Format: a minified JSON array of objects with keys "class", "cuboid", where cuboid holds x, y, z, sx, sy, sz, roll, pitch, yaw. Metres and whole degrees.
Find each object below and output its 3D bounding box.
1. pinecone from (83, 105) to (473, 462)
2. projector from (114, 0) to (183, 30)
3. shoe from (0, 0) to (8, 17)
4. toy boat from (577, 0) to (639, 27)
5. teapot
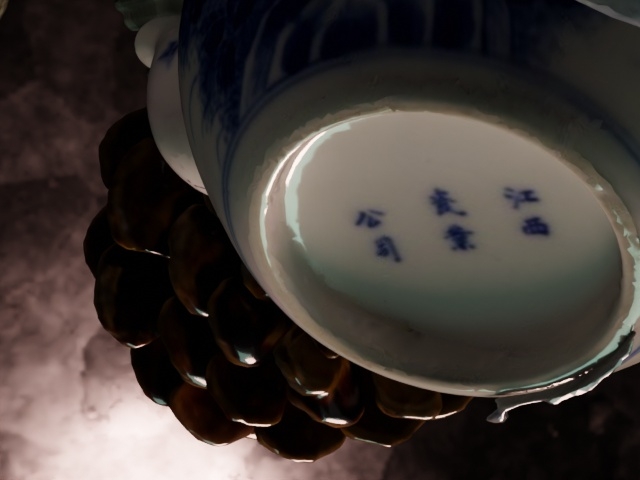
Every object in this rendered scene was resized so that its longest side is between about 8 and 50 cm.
[{"class":"pinecone","cuboid":[0.000,0.000,0.902,0.244,0.244,0.309,-11,-169,-33]},{"class":"projector","cuboid":[0.013,-0.175,0.941,0.256,0.099,0.192,-9,-173,-13]},{"class":"shoe","cuboid":[-0.323,-0.135,0.934,0.293,0.109,0.149,-12,-174,-9]},{"class":"toy boat","cuboid":[0.153,-0.084,0.262,0.309,0.129,0.142,-3,-161,19]},{"class":"teapot","cuboid":[0.081,-0.087,0.660,0.424,0.252,0.280,-9,-141,29]}]
